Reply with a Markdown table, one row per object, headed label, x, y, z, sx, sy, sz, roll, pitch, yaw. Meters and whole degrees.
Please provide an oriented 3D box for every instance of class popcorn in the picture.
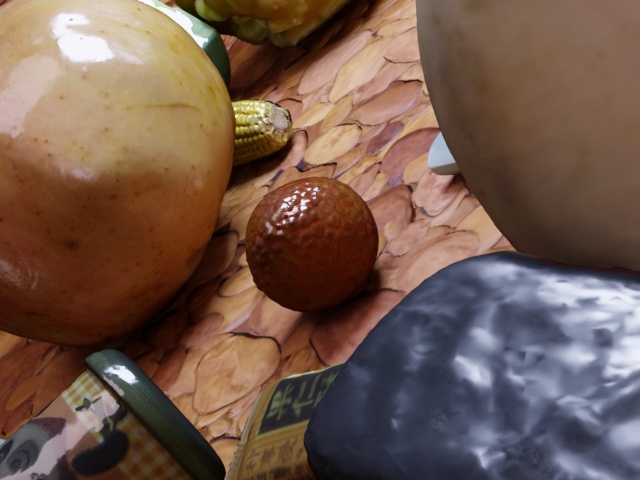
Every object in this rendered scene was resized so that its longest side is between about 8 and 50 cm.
| label | x | y | z | sx | sy | sz | roll | pitch | yaw |
| --- | --- | --- | --- | --- | --- | --- | --- | --- | --- |
| popcorn | -0.049 | -0.356 | 1.563 | 0.247 | 0.282 | 0.282 | -37 | 21 | -23 |

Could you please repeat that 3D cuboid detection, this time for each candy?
| label | x | y | z | sx | sy | sz | roll | pitch | yaw |
| --- | --- | --- | --- | --- | --- | --- | --- | --- | --- |
| candy | 0.018 | 0.128 | 0.853 | 0.271 | 0.101 | 0.143 | -20 | 37 | 50 |

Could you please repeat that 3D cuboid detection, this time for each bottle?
| label | x | y | z | sx | sy | sz | roll | pitch | yaw |
| --- | --- | --- | --- | --- | --- | --- | --- | --- | --- |
| bottle | -0.197 | 0.210 | 0.970 | 0.271 | 0.143 | 0.156 | -43 | -1 | -10 |

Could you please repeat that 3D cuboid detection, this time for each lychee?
| label | x | y | z | sx | sy | sz | roll | pitch | yaw |
| --- | --- | --- | --- | --- | --- | --- | --- | --- | --- |
| lychee | 0.000 | -0.001 | 1.097 | 0.101 | 0.140 | 0.115 | -5 | 80 | 46 |

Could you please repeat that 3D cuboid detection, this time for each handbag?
| label | x | y | z | sx | sy | sz | roll | pitch | yaw |
| --- | --- | --- | --- | --- | --- | --- | --- | --- | --- |
| handbag | 0.132 | 0.113 | 0.603 | 0.181 | 0.181 | 0.254 | -49 | 28 | -20 |

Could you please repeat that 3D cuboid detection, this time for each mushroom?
| label | x | y | z | sx | sy | sz | roll | pitch | yaw |
| --- | --- | --- | --- | --- | --- | --- | --- | --- | --- |
| mushroom | 0.219 | -0.131 | 0.713 | 0.353 | 0.325 | 0.353 | -58 | 20 | 34 |

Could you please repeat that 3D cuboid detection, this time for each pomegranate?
| label | x | y | z | sx | sy | sz | roll | pitch | yaw |
| --- | --- | --- | --- | --- | --- | --- | --- | --- | --- |
| pomegranate | -0.245 | -0.079 | 1.291 | 0.338 | 0.338 | 0.338 | -32 | 26 | 18 |

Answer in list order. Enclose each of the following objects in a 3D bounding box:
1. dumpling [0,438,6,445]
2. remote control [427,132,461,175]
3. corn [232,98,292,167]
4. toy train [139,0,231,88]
| label | x | y | z | sx | sy | sz | roll | pitch | yaw |
| --- | --- | --- | --- | --- | --- | --- | --- | --- | --- |
| dumpling | -0.298 | 0.225 | 1.115 | 0.219 | 0.108 | 0.153 | -1 | 58 | 3 |
| remote control | 0.144 | -0.112 | 1.148 | 0.061 | 0.029 | 0.162 | -9 | 34 | 46 |
| corn | -0.107 | -0.104 | 1.451 | 0.203 | 0.072 | 0.072 | -10 | 39 | 46 |
| toy train | -0.297 | -0.133 | 1.573 | 0.237 | 0.150 | 0.369 | 31 | 66 | 19 |
